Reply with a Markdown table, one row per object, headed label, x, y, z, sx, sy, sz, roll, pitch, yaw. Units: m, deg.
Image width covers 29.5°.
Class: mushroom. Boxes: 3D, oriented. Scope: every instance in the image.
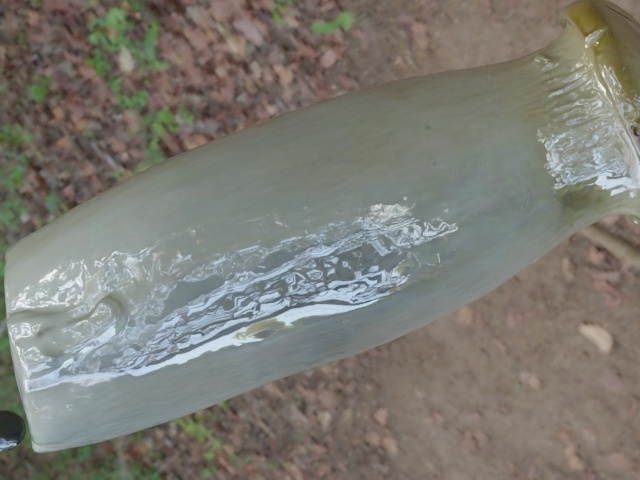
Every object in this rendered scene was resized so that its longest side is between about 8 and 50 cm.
| label | x | y | z | sx | sy | sz | roll | pitch | yaw |
| --- | --- | --- | --- | --- | --- | --- | --- | --- | --- |
| mushroom | -0.005 | -0.003 | 0.631 | 0.154 | 0.407 | 0.138 | 57 | -171 | -55 |

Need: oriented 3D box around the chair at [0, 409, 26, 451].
| label | x | y | z | sx | sy | sz | roll | pitch | yaw |
| --- | --- | --- | --- | --- | --- | --- | --- | --- | --- |
| chair | -0.478 | 0.099 | 1.017 | 0.410 | 0.364 | 0.362 | 122 | 133 | -59 |
